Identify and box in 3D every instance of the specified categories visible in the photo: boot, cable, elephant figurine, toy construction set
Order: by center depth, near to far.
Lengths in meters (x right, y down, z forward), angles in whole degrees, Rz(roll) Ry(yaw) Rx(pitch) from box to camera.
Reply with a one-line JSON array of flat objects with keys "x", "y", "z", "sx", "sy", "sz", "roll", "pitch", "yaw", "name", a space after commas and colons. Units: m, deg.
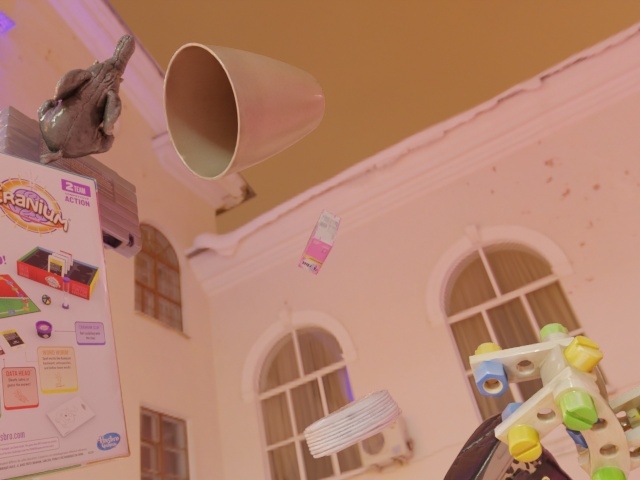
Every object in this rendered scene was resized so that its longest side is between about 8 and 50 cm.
[{"x": 0.320, "y": 0.120, "z": 0.547, "sx": 0.215, "sy": 0.151, "sz": 0.328, "roll": 44, "pitch": -50, "yaw": -13, "name": "toy construction set"}, {"x": 0.269, "y": 0.473, "z": 0.867, "sx": 0.284, "sy": 0.377, "sz": 0.138, "roll": 37, "pitch": -20, "yaw": 0, "name": "boot"}, {"x": -0.473, "y": -0.292, "z": 1.260, "sx": 0.170, "sy": 0.186, "sz": 0.239, "roll": -1, "pitch": -37, "yaw": -51, "name": "elephant figurine"}, {"x": 0.081, "y": 0.471, "z": 1.590, "sx": 0.257, "sy": 0.089, "sz": 0.257, "roll": -26, "pitch": -12, "yaw": 3, "name": "cable"}]

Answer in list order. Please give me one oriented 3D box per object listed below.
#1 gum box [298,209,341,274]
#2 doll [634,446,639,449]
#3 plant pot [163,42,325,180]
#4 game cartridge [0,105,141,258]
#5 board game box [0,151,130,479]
[{"x": 0.000, "y": 0.000, "z": 1.769, "sx": 0.062, "sy": 0.188, "sz": 0.107, "roll": 26, "pitch": -60, "yaw": -4, "name": "gum box"}, {"x": 0.574, "y": 0.275, "z": 0.963, "sx": 0.189, "sy": 0.046, "sz": 0.129, "roll": -44, "pitch": -1, "yaw": 10, "name": "doll"}, {"x": -0.130, "y": -0.269, "z": 1.247, "sx": 0.274, "sy": 0.256, "sz": 0.256, "roll": -17, "pitch": -26, "yaw": -40, "name": "plant pot"}, {"x": -0.553, "y": -0.123, "z": 1.363, "sx": 0.068, "sy": 0.230, "sz": 0.355, "roll": -37, "pitch": -43, "yaw": 14, "name": "game cartridge"}, {"x": -0.309, "y": 0.066, "z": 0.582, "sx": 0.064, "sy": 0.316, "sz": 0.242, "roll": -21, "pitch": -19, "yaw": 25, "name": "board game box"}]
